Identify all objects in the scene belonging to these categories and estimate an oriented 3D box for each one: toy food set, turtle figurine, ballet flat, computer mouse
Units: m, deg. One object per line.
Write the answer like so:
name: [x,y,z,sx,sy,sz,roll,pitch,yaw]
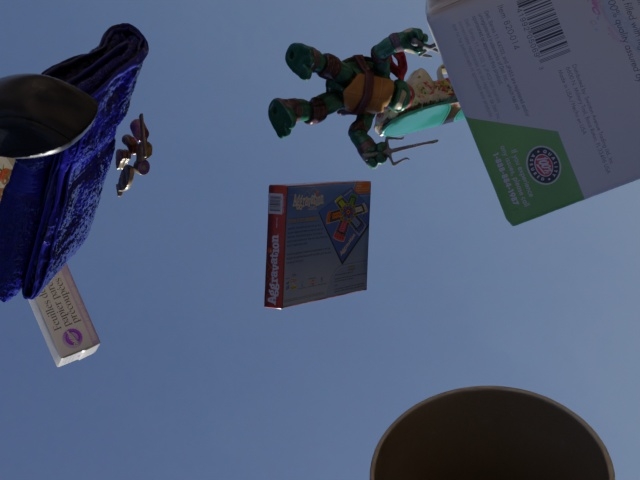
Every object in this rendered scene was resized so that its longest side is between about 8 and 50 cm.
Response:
toy food set: [-0.227,-0.109,2.086,0.019,0.122,0.078,0,-107,-24]
turtle figurine: [0.055,-0.177,2.062,0.234,0.175,0.118,0,-169,-35]
ballet flat: [0.159,-0.193,2.229,0.241,0.091,0.077,-14,-112,-32]
computer mouse: [-0.361,-0.106,1.699,0.184,0.262,0.060,-56,-44,-38]

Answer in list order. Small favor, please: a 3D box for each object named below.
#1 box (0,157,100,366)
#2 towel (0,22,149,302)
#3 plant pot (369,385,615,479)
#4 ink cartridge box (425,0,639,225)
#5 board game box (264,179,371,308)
box: [-0.410,0.020,2.441,0.324,0.063,0.067,65,161,10]
towel: [-0.292,-0.087,2.004,0.076,0.308,0.228,28,-148,9]
plant pot: [0.186,0.344,1.865,0.256,0.256,0.274,-118,17,-44]
ink cartridge box: [0.287,-0.178,1.438,0.119,0.353,0.207,-78,-34,-70]
board game box: [0.000,0.000,2.088,0.027,0.145,0.281,5,-175,22]
